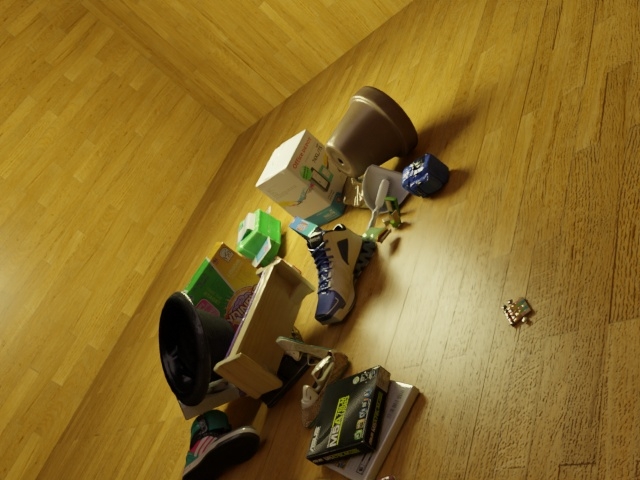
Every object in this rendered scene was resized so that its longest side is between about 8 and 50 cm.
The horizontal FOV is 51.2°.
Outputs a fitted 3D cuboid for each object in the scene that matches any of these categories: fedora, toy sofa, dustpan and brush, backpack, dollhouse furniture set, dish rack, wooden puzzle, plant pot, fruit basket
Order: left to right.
[{"bbox_3d":[-0.336,0.299,1.888,0.334,0.152,0.334,0,90,56],"label":"fedora"},{"bbox_3d":[-0.297,0.062,2.581,0.353,0.165,0.327,-46,22,21],"label":"fruit basket"},{"bbox_3d":[-0.163,0.244,1.848,0.177,0.150,0.362,-29,30,41],"label":"toy sofa"},{"bbox_3d":[-0.125,0.333,1.938,0.208,0.074,0.271,-47,20,5],"label":"dish rack"},{"bbox_3d":[0.145,-0.324,2.152,0.229,0.263,0.263,-45,20,-11],"label":"plant pot"},{"bbox_3d":[0.180,-0.112,2.021,0.060,0.147,0.211,-13,-60,-71],"label":"dustpan and brush"},{"bbox_3d":[0.179,-0.059,1.928,0.076,0.058,0.151,10,44,39],"label":"dollhouse furniture set"},{"bbox_3d":[0.288,-0.176,1.902,0.120,0.098,0.101,-26,36,45],"label":"backpack"},{"bbox_3d":[0.390,0.140,1.322,0.049,0.006,0.083,-43,23,18],"label":"wooden puzzle"}]

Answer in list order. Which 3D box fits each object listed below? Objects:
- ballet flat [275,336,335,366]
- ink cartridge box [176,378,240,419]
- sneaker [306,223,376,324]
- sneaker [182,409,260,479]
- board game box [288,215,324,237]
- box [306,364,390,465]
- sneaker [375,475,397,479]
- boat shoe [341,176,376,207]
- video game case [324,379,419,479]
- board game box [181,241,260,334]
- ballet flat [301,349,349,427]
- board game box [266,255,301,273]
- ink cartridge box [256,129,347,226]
[{"bbox_3d":[-0.038,0.292,1.725,0.057,0.168,0.052,95,-172,-67],"label":"ballet flat"},{"bbox_3d":[-0.312,0.440,1.976,0.224,0.045,0.223,-18,8,-18],"label":"ink cartridge box"},{"bbox_3d":[0.024,0.073,1.905,0.127,0.182,0.315,-26,33,50],"label":"sneaker"},{"bbox_3d":[-0.269,0.536,1.835,0.295,0.124,0.178,-40,34,29],"label":"sneaker"},{"bbox_3d":[0.000,0.000,2.099,0.047,0.160,0.210,-53,21,-5],"label":"board game box"},{"bbox_3d":[0.062,0.382,1.457,0.184,0.045,0.190,-28,31,40],"label":"box"},{"bbox_3d":[0.066,0.504,1.268,0.185,0.084,0.069,-46,22,12],"label":"sneaker"},{"bbox_3d":[0.136,-0.153,2.202,0.285,0.089,0.104,-121,46,-70],"label":"boat shoe"},{"bbox_3d":[0.098,0.403,1.450,0.227,0.026,0.206,-59,23,-18],"label":"video game case"},{"bbox_3d":[-0.261,0.192,2.088,0.242,0.316,0.064,-58,23,-16],"label":"board game box"},{"bbox_3d":[-0.006,0.361,1.659,0.073,0.067,0.206,-6,49,59],"label":"ballet flat"},{"bbox_3d":[-0.158,0.136,2.342,0.147,0.045,0.193,-53,22,-6],"label":"board game box"},{"bbox_3d":[-0.046,-0.210,2.372,0.197,0.270,0.198,-24,34,48],"label":"ink cartridge box"}]
